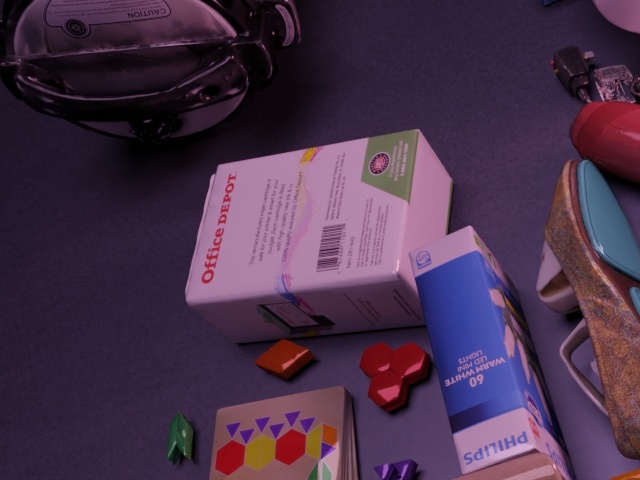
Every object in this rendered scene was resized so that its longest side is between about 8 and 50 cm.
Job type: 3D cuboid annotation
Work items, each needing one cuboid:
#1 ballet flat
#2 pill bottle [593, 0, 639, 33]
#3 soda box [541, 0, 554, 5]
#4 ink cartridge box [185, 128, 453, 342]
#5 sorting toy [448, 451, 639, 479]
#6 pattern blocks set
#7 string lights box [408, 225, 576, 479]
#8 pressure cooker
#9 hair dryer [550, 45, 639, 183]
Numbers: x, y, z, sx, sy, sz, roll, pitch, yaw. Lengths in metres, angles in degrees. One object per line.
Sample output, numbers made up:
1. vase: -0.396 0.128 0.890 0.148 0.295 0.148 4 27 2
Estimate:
1. ballet flat: 0.278 0.064 1.140 0.123 0.123 0.348 -27 48 14
2. pill bottle: 0.370 -0.416 1.327 0.210 0.210 0.363 -18 45 21
3. soda box: 0.291 -0.407 1.490 0.071 0.067 0.210 -21 50 19
4. ink cartridge box: 0.000 0.000 1.353 0.278 0.117 0.201 -8 55 28
5. sorting toy: 0.192 0.305 1.005 0.307 0.041 0.229 -22 87 18
6. pattern blocks set: -0.040 0.240 1.270 0.325 0.026 0.285 -7 55 29
7. string lights box: 0.169 0.130 1.140 0.077 0.133 0.259 -25 49 17
8. pressure cooker: -0.235 -0.336 1.581 0.370 0.375 0.420 -34 41 43
9. hair dryer: 0.377 -0.156 1.249 0.224 0.080 0.293 -22 50 17
